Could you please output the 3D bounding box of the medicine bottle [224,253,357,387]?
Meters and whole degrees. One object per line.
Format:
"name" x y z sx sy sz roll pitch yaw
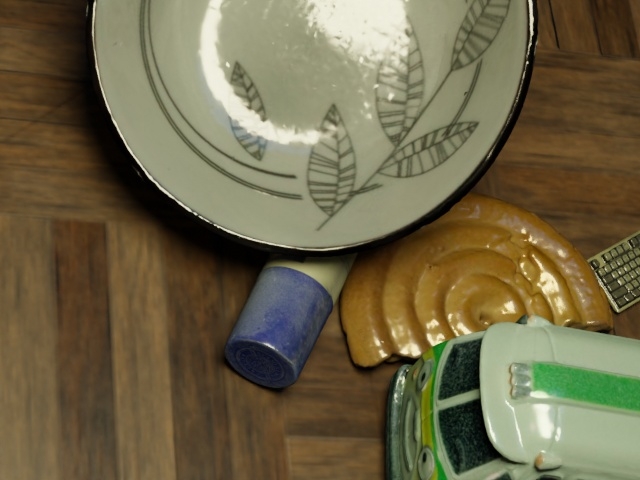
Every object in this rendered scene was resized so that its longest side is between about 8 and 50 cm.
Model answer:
"medicine bottle" 0.000 0.000 1.232 0.059 0.059 0.231 29 55 -5

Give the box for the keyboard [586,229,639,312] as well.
"keyboard" 0.268 0.012 1.359 0.129 0.015 0.049 -26 74 -31

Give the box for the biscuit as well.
"biscuit" 0.114 0.025 1.281 0.224 0.033 0.144 -4 64 -25

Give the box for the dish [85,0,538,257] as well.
"dish" -0.005 -0.149 1.199 0.317 0.106 0.316 0 93 0

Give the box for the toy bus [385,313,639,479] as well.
"toy bus" 0.197 0.140 1.170 0.276 0.164 0.133 10 58 -17
